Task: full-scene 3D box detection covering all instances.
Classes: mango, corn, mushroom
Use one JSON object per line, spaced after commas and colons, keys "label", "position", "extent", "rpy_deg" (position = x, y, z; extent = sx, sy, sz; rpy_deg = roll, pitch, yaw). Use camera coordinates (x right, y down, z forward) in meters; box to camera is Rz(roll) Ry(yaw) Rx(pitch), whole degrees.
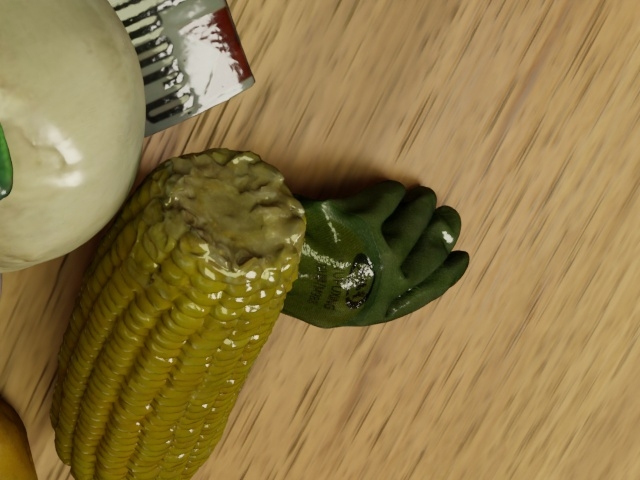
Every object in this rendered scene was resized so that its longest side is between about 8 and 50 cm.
{"label": "mango", "position": [-0.253, 0.165, 0.871], "extent": [0.080, 0.060, 0.114], "rpy_deg": [-34, 127, -1]}
{"label": "corn", "position": [-0.102, 0.065, 0.774], "extent": [0.131, 0.131, 0.344], "rpy_deg": [-2, 146, -23]}
{"label": "mushroom", "position": [-0.233, -0.084, 0.632], "extent": [0.234, 0.260, 0.253], "rpy_deg": [-33, 143, -33]}

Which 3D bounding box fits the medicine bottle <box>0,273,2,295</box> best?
{"label": "medicine bottle", "position": [-0.315, 0.021, 0.736], "extent": [0.213, 0.122, 0.121], "rpy_deg": [13, 109, -29]}

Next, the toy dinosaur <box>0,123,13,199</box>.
{"label": "toy dinosaur", "position": [-0.381, -0.124, 0.376], "extent": [0.500, 0.144, 0.374], "rpy_deg": [45, 48, -1]}

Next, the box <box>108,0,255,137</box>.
{"label": "box", "position": [-0.123, -0.163, 0.781], "extent": [0.115, 0.036, 0.177], "rpy_deg": [-27, 122, -11]}

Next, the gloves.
{"label": "gloves", "position": [-0.001, 0.011, 0.888], "extent": [0.268, 0.107, 0.135], "rpy_deg": [-2, 146, -26]}
